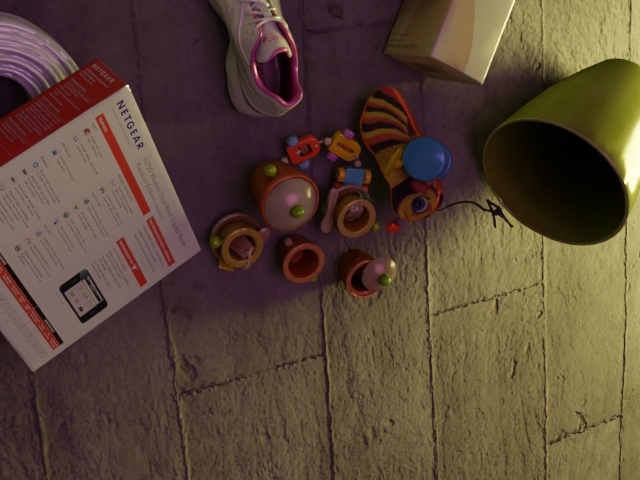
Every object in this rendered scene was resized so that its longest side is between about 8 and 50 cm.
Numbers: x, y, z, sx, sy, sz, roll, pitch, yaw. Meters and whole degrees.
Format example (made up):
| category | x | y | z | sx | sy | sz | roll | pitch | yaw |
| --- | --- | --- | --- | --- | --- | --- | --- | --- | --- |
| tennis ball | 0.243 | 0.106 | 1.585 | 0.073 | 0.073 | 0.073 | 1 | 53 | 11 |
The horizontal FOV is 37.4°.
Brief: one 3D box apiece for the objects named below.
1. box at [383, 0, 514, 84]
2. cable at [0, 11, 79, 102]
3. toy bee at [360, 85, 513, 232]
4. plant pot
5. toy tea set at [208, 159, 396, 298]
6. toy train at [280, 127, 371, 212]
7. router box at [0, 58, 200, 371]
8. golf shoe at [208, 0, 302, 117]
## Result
| category | x | y | z | sx | sy | sz | roll | pitch | yaw |
| --- | --- | --- | --- | --- | --- | --- | --- | --- | --- |
| box | 0.237 | -0.423 | 1.539 | 0.121 | 0.148 | 0.311 | 20 | 90 | -32 |
| cable | -0.433 | -0.172 | 1.243 | 0.257 | 0.089 | 0.257 | 38 | 82 | -31 |
| toy bee | 0.145 | -0.097 | 1.534 | 0.162 | 0.298 | 0.195 | -41 | 151 | 12 |
| plant pot | 0.483 | -0.188 | 1.693 | 0.293 | 0.274 | 0.275 | -47 | 121 | -30 |
| toy tea set | 0.000 | 0.000 | 1.497 | 0.336 | 0.124 | 0.200 | 15 | 109 | -32 |
| toy train | 0.011 | -0.125 | 1.543 | 0.125 | 0.046 | 0.166 | -29 | 126 | 4 |
| router box | -0.342 | -0.022 | 1.262 | 0.301 | 0.082 | 0.336 | -37 | 143 | -18 |
| golf shoe | -0.090 | -0.327 | 1.377 | 0.115 | 0.140 | 0.306 | -23 | 111 | -22 |
